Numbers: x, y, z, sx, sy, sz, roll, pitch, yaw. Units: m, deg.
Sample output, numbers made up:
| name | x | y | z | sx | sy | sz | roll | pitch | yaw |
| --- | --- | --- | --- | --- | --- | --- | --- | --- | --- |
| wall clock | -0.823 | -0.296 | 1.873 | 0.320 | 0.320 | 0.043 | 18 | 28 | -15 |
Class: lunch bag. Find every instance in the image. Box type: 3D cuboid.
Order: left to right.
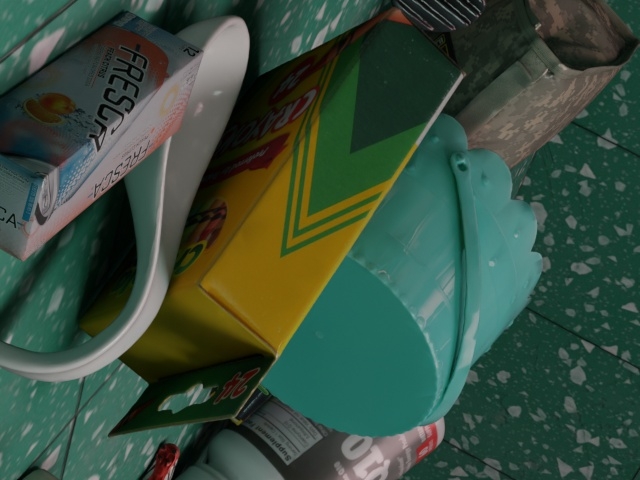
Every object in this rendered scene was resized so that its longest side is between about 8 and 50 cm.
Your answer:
| name | x | y | z | sx | sy | sz | roll | pitch | yaw |
| --- | --- | --- | --- | --- | --- | --- | --- | --- | --- |
| lunch bag | 0.167 | -0.154 | 1.777 | 0.235 | 0.169 | 0.287 | -41 | 180 | 25 |

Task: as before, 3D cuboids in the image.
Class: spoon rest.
| name | x | y | z | sx | sy | sz | roll | pitch | yaw |
| --- | --- | --- | --- | --- | --- | --- | --- | --- | --- |
| spoon rest | -0.115 | -0.023 | 1.151 | 0.276 | 0.084 | 0.137 | -59 | 170 | -8 |

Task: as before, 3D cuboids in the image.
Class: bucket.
| name | x | y | z | sx | sy | sz | roll | pitch | yaw |
| --- | --- | --- | --- | --- | --- | --- | --- | --- | --- |
| bucket | 0.045 | 0.031 | 1.592 | 0.183 | 0.281 | 0.281 | -50 | 165 | -37 |

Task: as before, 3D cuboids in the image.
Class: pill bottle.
| name | x | y | z | sx | sy | sz | roll | pitch | yaw |
| --- | --- | --- | --- | --- | --- | --- | --- | --- | --- |
| pill bottle | -0.018 | 0.238 | 1.913 | 0.283 | 0.161 | 0.161 | -37 | 160 | -21 |

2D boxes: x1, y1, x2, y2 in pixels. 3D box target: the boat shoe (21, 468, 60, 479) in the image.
| name | x | y | z | sx | sy | sz | roll | pitch | yaw |
| --- | --- | --- | --- | --- | --- | --- | --- | --- | --- |
| boat shoe | -0.256 | 0.307 | 1.295 | 0.324 | 0.097 | 0.116 | -51 | 166 | -43 |

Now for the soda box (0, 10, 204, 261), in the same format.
| name | x | y | z | sx | sy | sz | roll | pitch | yaw |
| --- | --- | --- | --- | --- | --- | --- | --- | --- | --- |
| soda box | -0.138 | -0.064 | 1.006 | 0.183 | 0.058 | 0.063 | -49 | 164 | -52 |

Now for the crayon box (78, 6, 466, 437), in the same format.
| name | x | y | z | sx | sy | sz | roll | pitch | yaw |
| --- | --- | --- | --- | --- | --- | --- | --- | --- | --- |
| crayon box | -0.049 | -0.010 | 1.266 | 0.202 | 0.081 | 0.318 | -19 | -147 | 57 |

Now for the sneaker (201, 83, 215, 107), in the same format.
| name | x | y | z | sx | sy | sz | roll | pitch | yaw |
| --- | --- | --- | --- | --- | --- | --- | --- | --- | --- |
| sneaker | -0.094 | -0.080 | 1.239 | 0.037 | 0.032 | 0.083 | -48 | 163 | -52 |

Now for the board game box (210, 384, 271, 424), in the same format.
| name | x | y | z | sx | sy | sz | roll | pitch | yaw |
| --- | --- | --- | --- | --- | --- | --- | --- | --- | --- |
| board game box | -0.024 | 0.105 | 1.859 | 0.170 | 0.048 | 0.141 | -41 | 176 | -44 |

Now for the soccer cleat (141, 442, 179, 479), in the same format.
| name | x | y | z | sx | sy | sz | roll | pitch | yaw |
| --- | --- | --- | --- | --- | --- | --- | --- | --- | --- |
| soccer cleat | -0.164 | 0.240 | 1.754 | 0.083 | 0.029 | 0.035 | -62 | 166 | -20 |

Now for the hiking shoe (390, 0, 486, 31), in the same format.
| name | x | y | z | sx | sy | sz | roll | pitch | yaw |
| --- | --- | --- | --- | --- | --- | --- | --- | --- | --- |
| hiking shoe | 0.109 | -0.329 | 1.451 | 0.132 | 0.113 | 0.304 | -117 | -137 | -66 |
